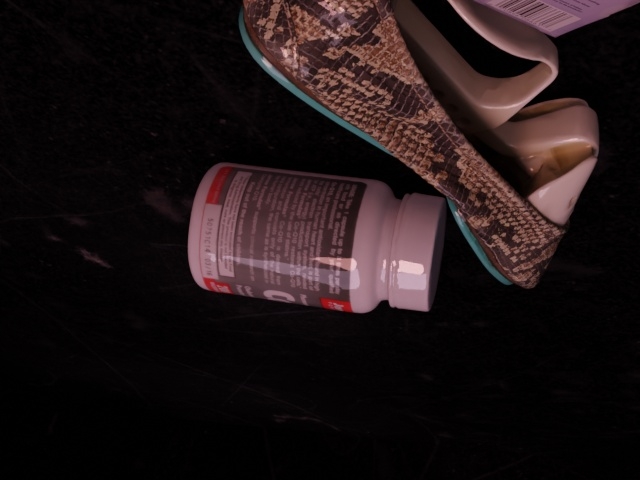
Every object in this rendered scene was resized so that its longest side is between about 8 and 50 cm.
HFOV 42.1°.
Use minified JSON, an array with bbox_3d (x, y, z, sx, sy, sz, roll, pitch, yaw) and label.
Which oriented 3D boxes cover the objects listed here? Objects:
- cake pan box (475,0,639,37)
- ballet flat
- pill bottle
[{"bbox_3d":[0.110,-0.215,0.475,0.267,0.070,0.246,20,176,-14],"label":"cake pan box"},{"bbox_3d":[0.140,-0.106,0.743,0.182,0.164,0.483,-28,135,28],"label":"ballet flat"},{"bbox_3d":[0.000,0.000,0.998,0.283,0.161,0.161,8,155,13],"label":"pill bottle"}]
